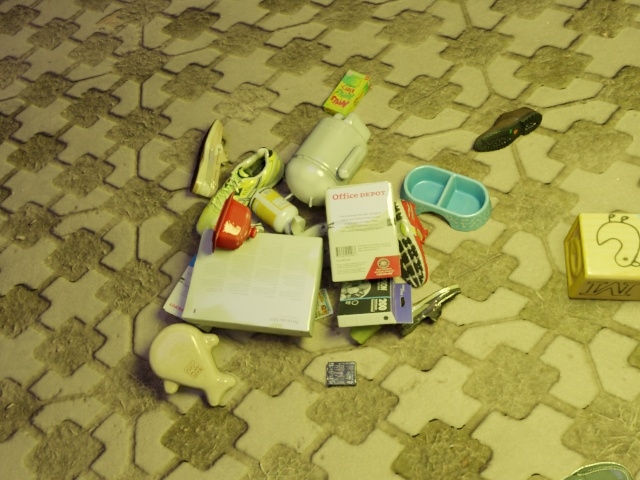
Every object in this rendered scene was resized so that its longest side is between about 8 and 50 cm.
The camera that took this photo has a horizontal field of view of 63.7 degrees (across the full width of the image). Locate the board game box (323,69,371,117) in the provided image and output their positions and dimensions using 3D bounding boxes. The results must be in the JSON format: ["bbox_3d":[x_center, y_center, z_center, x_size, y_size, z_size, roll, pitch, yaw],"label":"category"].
[{"bbox_3d":[0.099,-0.531,1.878,0.092,0.043,0.181,28,74,21],"label":"board game box"}]

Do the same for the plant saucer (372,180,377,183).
[{"bbox_3d":[0.128,-0.117,1.700,0.192,0.018,0.067,-37,64,-5],"label":"plant saucer"}]

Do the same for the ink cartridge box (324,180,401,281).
[{"bbox_3d":[0.125,-0.024,1.510,0.196,0.114,0.273,-5,88,8],"label":"ink cartridge box"}]

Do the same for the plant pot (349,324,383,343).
[{"bbox_3d":[0.127,0.258,1.505,0.083,0.083,0.079,38,91,24],"label":"plant pot"}]

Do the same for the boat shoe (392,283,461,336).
[{"bbox_3d":[0.314,0.204,1.487,0.223,0.080,0.073,-30,69,4],"label":"boat shoe"}]

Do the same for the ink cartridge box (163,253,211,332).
[{"bbox_3d":[-0.377,0.168,1.638,0.148,0.086,0.203,23,72,18],"label":"ink cartridge box"}]

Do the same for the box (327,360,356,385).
[{"bbox_3d":[0.063,0.384,1.487,0.083,0.018,0.067,-5,65,10],"label":"box"}]

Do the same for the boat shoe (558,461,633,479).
[{"bbox_3d":[0.602,0.622,1.222,0.319,0.099,0.116,-24,63,1],"label":"boat shoe"}]

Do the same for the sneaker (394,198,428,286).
[{"bbox_3d":[0.287,0.001,1.570,0.118,0.107,0.279,-4,74,-34],"label":"sneaker"}]

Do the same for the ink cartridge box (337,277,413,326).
[{"bbox_3d":[0.160,0.168,1.490,0.208,0.045,0.206,-4,27,9],"label":"ink cartridge box"}]

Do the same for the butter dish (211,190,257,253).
[{"bbox_3d":[-0.241,-0.038,1.493,0.118,0.160,0.160,19,68,-9],"label":"butter dish"}]

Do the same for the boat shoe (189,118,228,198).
[{"bbox_3d":[-0.386,-0.292,1.850,0.098,0.109,0.302,19,65,-23],"label":"boat shoe"}]

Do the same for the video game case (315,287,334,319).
[{"bbox_3d":[-0.028,0.206,1.590,0.122,0.011,0.087,-20,63,3],"label":"video game case"}]

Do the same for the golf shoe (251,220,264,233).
[{"bbox_3d":[-0.279,-0.024,1.708,0.186,0.067,0.086,-2,58,-11],"label":"golf shoe"}]

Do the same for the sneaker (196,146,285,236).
[{"bbox_3d":[-0.288,-0.170,1.739,0.145,0.147,0.385,37,80,22],"label":"sneaker"}]

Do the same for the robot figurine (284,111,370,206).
[{"bbox_3d":[0.019,-0.257,1.681,0.300,0.200,0.353,9,60,54],"label":"robot figurine"}]

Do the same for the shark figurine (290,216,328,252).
[{"bbox_3d":[0.017,-0.023,1.641,0.278,0.116,0.166,-16,97,13],"label":"shark figurine"}]

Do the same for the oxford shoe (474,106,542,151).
[{"bbox_3d":[0.599,-0.365,1.690,0.227,0.083,0.096,-26,44,-1],"label":"oxford shoe"}]

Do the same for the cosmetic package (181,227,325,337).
[{"bbox_3d":[-0.192,0.123,1.532,0.377,0.097,0.285,5,66,10],"label":"cosmetic package"}]

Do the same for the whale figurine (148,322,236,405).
[{"bbox_3d":[-0.381,0.369,1.544,0.272,0.141,0.216,40,80,-1],"label":"whale figurine"}]

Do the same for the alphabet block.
[{"bbox_3d":[0.789,0.047,1.392,0.197,0.193,0.192,0,65,12],"label":"alphabet block"}]

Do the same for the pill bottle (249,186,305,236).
[{"bbox_3d":[-0.139,-0.089,1.696,0.184,0.103,0.103,39,79,24],"label":"pill bottle"}]

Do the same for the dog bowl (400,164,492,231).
[{"bbox_3d":[0.393,-0.142,1.625,0.297,0.074,0.166,23,73,21],"label":"dog bowl"}]
